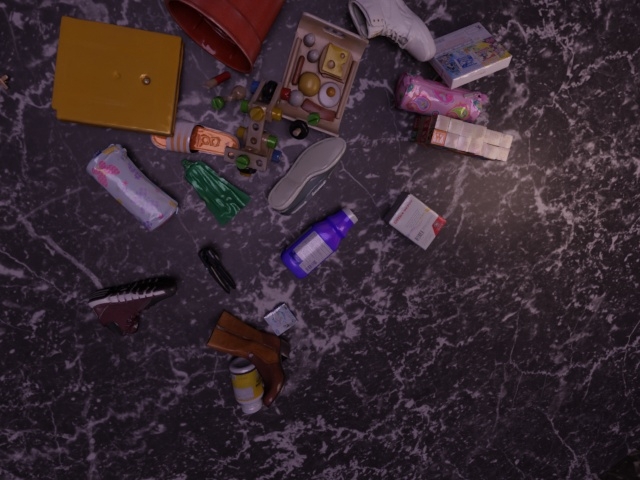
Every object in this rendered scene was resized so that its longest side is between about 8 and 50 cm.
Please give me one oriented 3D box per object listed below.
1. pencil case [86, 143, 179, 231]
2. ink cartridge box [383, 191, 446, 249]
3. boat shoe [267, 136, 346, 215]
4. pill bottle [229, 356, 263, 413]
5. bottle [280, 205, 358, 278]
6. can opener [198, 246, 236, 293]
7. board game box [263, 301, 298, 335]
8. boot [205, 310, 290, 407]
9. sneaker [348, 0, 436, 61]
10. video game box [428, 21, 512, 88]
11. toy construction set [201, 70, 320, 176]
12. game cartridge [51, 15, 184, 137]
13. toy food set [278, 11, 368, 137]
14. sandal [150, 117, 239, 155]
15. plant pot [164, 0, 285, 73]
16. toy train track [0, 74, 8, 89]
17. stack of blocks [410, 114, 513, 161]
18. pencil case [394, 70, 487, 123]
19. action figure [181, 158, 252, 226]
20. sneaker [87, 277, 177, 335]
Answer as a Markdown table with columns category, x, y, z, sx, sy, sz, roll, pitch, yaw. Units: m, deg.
| category | x | y | z | sx | sy | sz | roll | pitch | yaw |
| --- | --- | --- | --- | --- | --- | --- | --- | --- | --- |
| pencil case | -0.559 | -0.156 | 1.248 | 0.124 | 0.113 | 0.273 | -46 | 107 | -18 |
| ink cartridge box | 0.327 | -0.071 | 1.452 | 0.175 | 0.072 | 0.128 | 34 | 96 | -16 |
| boat shoe | -0.035 | -0.207 | 1.358 | 0.319 | 0.116 | 0.099 | -45 | 150 | -4 |
| pill bottle | -0.258 | 0.510 | 1.469 | 0.103 | 0.103 | 0.184 | -10 | 105 | -8 |
| bottle | 0.000 | 0.000 | 1.398 | 0.282 | 0.092 | 0.118 | -42 | 108 | 1 |
| can opener | -0.344 | 0.102 | 1.380 | 0.059 | 0.073 | 0.186 | -29 | 116 | -11 |
| board game box | -0.141 | 0.279 | 1.478 | 0.090 | 0.020 | 0.090 | -34 | 107 | -1 |
| boot | -0.240 | 0.385 | 1.369 | 0.280 | 0.264 | 0.096 | 30 | 131 | -17 |
| sneaker | 0.207 | -0.631 | 1.257 | 0.292 | 0.108 | 0.169 | 47 | 72 | -8 |
| video game box | 0.457 | -0.584 | 1.308 | 0.205 | 0.187 | 0.048 | -23 | 150 | -4 |
| toy construction set | -0.209 | -0.330 | 1.174 | 0.308 | 0.237 | 0.257 | 39 | 127 | -9 |
| game cartridge | -0.568 | -0.458 | 1.175 | 0.322 | 0.052 | 0.286 | 7 | 90 | -7 |
| toy food set | 0.001 | -0.501 | 1.277 | 0.219 | 0.092 | 0.307 | 16 | 101 | -13 |
| sandal | -0.379 | -0.312 | 1.261 | 0.264 | 0.076 | 0.102 | 6 | 102 | -12 |
| plant pot | -0.226 | -0.653 | 1.125 | 0.272 | 0.272 | 0.265 | 34 | 87 | -16 |
| toy train track | -0.910 | -0.438 | 1.166 | 0.083 | 0.014 | 0.048 | -31 | 114 | 4 |
| stack of blocks | 0.470 | -0.332 | 1.364 | 0.296 | 0.171 | 0.087 | 10 | 102 | -13 |
| pencil case | 0.384 | -0.458 | 1.342 | 0.283 | 0.124 | 0.125 | 10 | 102 | -10 |
| action figure | -0.345 | -0.170 | 1.308 | 0.137 | 0.063 | 0.232 | -43 | 111 | 4 |
| sneaker | -0.588 | 0.222 | 1.350 | 0.280 | 0.106 | 0.163 | -9 | 111 | 2 |
